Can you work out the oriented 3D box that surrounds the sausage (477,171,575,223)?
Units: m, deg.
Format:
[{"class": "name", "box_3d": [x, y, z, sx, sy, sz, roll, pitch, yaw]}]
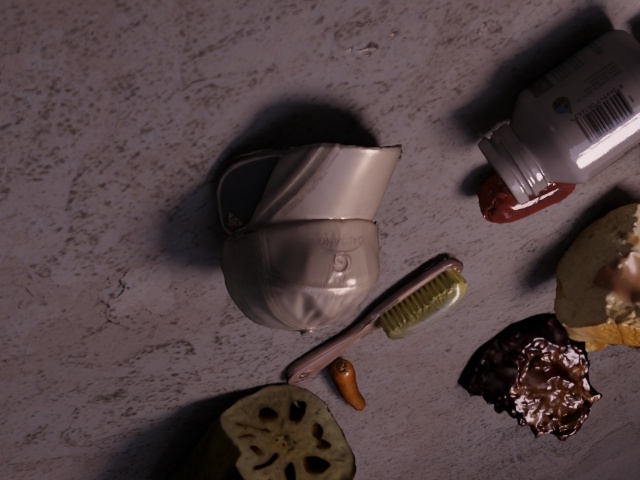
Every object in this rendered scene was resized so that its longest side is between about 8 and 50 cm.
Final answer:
[{"class": "sausage", "box_3d": [0.268, -0.070, 1.495, 0.141, 0.076, 0.076, -27, 148, -7]}]

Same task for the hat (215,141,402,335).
[{"class": "hat", "box_3d": [0.002, -0.008, 1.291, 0.232, 0.161, 0.275, -5, 137, -41]}]

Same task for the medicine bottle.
[{"class": "medicine bottle", "box_3d": [0.300, -0.140, 1.361, 0.215, 0.135, 0.135, -34, 148, 8]}]

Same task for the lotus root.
[{"class": "lotus root", "box_3d": [-0.113, 0.397, 1.703, 0.250, 0.250, 0.346, 2, 138, -41]}]

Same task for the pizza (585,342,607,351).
[{"class": "pizza", "box_3d": [0.481, 0.176, 2.061, 0.109, 0.026, 0.123, -26, 151, 0]}]

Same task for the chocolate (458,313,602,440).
[{"class": "chocolate", "box_3d": [0.377, 0.250, 1.939, 0.224, 0.177, 0.206, -39, 148, 11]}]

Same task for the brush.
[{"class": "brush", "box_3d": [0.082, 0.133, 1.642, 0.313, 0.067, 0.072, -35, 149, 11]}]

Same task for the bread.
[{"class": "bread", "box_3d": [0.473, 0.079, 1.749, 0.224, 0.183, 0.211, 24, 156, -25]}]

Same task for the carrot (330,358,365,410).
[{"class": "carrot", "box_3d": [0.044, 0.229, 1.777, 0.037, 0.037, 0.190, -27, 152, -4]}]
